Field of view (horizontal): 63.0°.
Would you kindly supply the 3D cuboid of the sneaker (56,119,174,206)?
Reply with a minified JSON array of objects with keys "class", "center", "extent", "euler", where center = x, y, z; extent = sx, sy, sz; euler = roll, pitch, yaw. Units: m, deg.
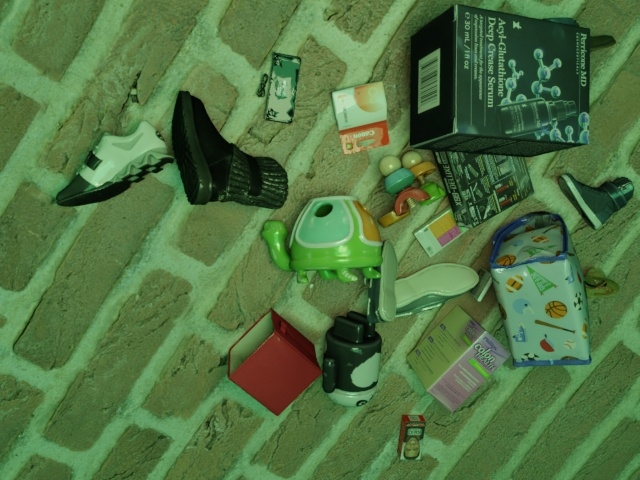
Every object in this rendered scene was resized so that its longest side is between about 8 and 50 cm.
[{"class":"sneaker","center":[-0.559,-0.202,1.381],"extent":[0.331,0.122,0.146],"euler":[-27,86,3]}]

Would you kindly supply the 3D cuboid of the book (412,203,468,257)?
[{"class":"book","center":[0.362,-0.028,1.573],"extent":[0.144,0.035,0.096],"euler":[-36,108,3]}]

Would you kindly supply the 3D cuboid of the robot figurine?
[{"class":"robot figurine","center":[0.095,0.357,1.554],"extent":[0.209,0.173,0.278],"euler":[1,104,-11]}]

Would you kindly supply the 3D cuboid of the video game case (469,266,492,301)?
[{"class":"video game case","center":[0.483,0.130,1.579],"extent":[0.011,0.122,0.087],"euler":[27,99,-4]}]

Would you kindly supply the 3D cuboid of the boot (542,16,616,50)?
[{"class":"boot","center":[0.717,-0.577,1.458],"extent":[0.219,0.082,0.106],"euler":[-10,107,-3]}]

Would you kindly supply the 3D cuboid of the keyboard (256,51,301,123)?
[{"class":"keyboard","center":[-0.117,-0.415,1.422],"extent":[0.108,0.023,0.180],"euler":[6,102,-15]}]

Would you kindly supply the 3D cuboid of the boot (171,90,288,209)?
[{"class":"boot","center":[-0.243,-0.233,1.384],"extent":[0.260,0.131,0.347],"euler":[-3,67,-34]}]

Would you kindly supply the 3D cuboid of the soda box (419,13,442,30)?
[{"class":"soda box","center":[0.358,-0.509,1.433],"extent":[0.067,0.071,0.210],"euler":[-35,105,2]}]

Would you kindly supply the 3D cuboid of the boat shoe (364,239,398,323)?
[{"class":"boat shoe","center":[0.175,0.119,1.515],"extent":[0.079,0.254,0.095],"euler":[-16,149,36]}]

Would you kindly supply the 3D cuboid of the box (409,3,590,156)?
[{"class":"box","center":[0.445,-0.377,1.309],"extent":[0.396,0.212,0.293],"euler":[0,90,-20]}]

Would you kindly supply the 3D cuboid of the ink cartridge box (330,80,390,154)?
[{"class":"ink cartridge box","center":[0.115,-0.340,1.459],"extent":[0.146,0.045,0.179],"euler":[-14,102,-3]}]

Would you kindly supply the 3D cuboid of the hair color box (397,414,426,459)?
[{"class":"hair color box","center":[0.300,0.649,1.724],"extent":[0.072,0.043,0.141],"euler":[3,104,-9]}]

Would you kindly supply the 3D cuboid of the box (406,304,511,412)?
[{"class":"box","center":[0.407,0.350,1.576],"extent":[0.117,0.213,0.243],"euler":[41,95,-14]}]

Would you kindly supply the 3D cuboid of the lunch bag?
[{"class":"lunch bag","center":[0.624,0.122,1.489],"extent":[0.239,0.385,0.327],"euler":[-8,109,30]}]

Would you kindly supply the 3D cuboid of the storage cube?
[{"class":"storage cube","center":[-0.137,0.351,1.524],"extent":[0.193,0.183,0.215],"euler":[43,94,-16]}]

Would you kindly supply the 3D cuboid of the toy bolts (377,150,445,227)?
[{"class":"toy bolts","center":[0.214,-0.150,1.449],"extent":[0.218,0.228,0.158],"euler":[-31,83,20]}]

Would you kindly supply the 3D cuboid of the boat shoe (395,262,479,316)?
[{"class":"boat shoe","center":[0.324,0.157,1.593],"extent":[0.320,0.116,0.099],"euler":[-15,141,-8]}]

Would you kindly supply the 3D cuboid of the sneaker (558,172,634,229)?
[{"class":"sneaker","center":[0.828,-0.159,1.563],"extent":[0.163,0.086,0.226],"euler":[-41,115,15]}]

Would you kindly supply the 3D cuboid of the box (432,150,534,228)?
[{"class":"box","center":[0.457,-0.223,1.483],"extent":[0.243,0.076,0.307],"euler":[-28,106,-17]}]

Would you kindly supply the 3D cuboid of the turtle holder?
[{"class":"turtle holder","center":[0.018,-0.001,1.454],"extent":[0.243,0.320,0.227],"euler":[-2,88,-41]}]

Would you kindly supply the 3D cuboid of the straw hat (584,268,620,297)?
[{"class":"straw hat","center":[0.871,0.123,1.656],"extent":[0.145,0.144,0.061],"euler":[22,62,-12]}]
